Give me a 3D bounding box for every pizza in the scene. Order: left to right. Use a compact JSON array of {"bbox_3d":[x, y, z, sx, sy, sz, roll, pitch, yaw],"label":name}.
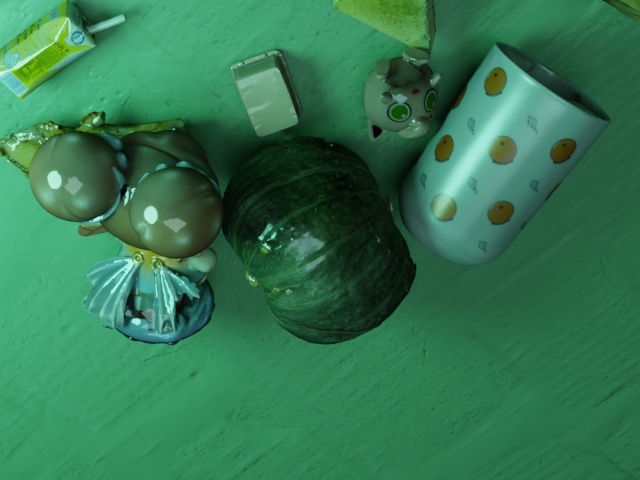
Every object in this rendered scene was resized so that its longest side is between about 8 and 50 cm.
[{"bbox_3d":[-0.358,-0.129,1.406,0.297,0.071,0.189,-3,139,-6],"label":"pizza"}]

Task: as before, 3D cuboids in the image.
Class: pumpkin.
[{"bbox_3d":[0.000,0.000,1.406,0.258,0.291,0.327,-29,128,1],"label":"pumpkin"}]

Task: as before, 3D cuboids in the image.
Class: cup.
[{"bbox_3d":[0.273,-0.124,1.405,0.212,0.212,0.317,26,115,-20],"label":"cup"}]

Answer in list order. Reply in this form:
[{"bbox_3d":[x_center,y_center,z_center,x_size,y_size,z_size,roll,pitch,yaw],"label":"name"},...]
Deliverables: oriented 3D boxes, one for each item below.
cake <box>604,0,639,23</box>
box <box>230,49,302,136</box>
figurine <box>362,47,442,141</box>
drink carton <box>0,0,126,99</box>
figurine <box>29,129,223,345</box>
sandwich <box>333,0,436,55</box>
[{"bbox_3d":[0.517,-0.444,1.217,0.333,0.321,0.332,3,100,16],"label":"cake"},{"bbox_3d":[-0.083,-0.227,1.388,0.089,0.062,0.122,-19,120,4],"label":"box"},{"bbox_3d":[0.127,-0.225,1.380,0.125,0.125,0.138,-9,131,-2],"label":"figurine"},{"bbox_3d":[-0.386,-0.296,1.303,0.200,0.084,0.074,-33,128,11],"label":"drink carton"},{"bbox_3d":[-0.267,-0.010,1.337,0.277,0.248,0.388,18,135,6],"label":"figurine"},{"bbox_3d":[0.088,-0.360,1.315,0.163,0.058,0.193,8,156,15],"label":"sandwich"}]
